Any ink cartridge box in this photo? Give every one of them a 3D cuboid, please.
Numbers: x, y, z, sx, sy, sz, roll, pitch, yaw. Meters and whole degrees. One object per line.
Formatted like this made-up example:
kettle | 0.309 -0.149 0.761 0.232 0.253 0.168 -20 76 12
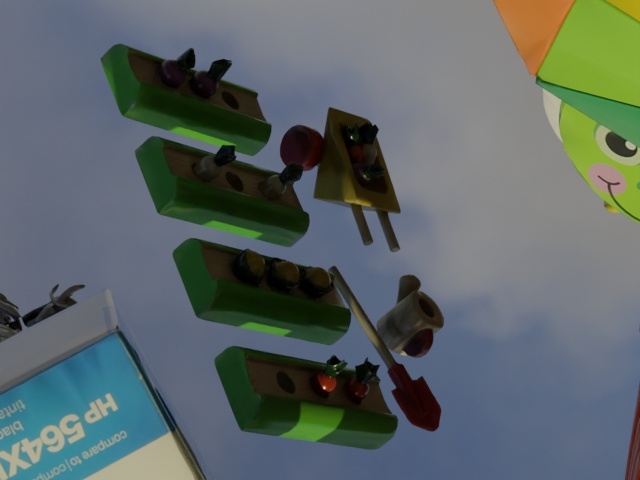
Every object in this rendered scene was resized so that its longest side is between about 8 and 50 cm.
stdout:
ink cartridge box | -0.075 0.133 0.765 0.203 0.086 0.148 63 174 -8

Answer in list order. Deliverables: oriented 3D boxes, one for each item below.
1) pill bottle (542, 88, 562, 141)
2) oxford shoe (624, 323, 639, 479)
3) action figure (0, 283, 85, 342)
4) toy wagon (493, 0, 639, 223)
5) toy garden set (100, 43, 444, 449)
pill bottle | 0.237 -0.125 1.211 0.193 0.108 0.108 -33 -91 -34
oxford shoe | 0.225 0.086 0.924 0.130 0.133 0.363 88 -167 -48
action figure | -0.262 0.129 1.289 0.185 0.285 0.099 29 154 34
toy wagon | 0.146 -0.084 0.526 0.267 0.344 0.068 33 -123 7
toy garden set | 0.000 0.000 1.017 0.204 0.049 0.244 15 -137 -48
